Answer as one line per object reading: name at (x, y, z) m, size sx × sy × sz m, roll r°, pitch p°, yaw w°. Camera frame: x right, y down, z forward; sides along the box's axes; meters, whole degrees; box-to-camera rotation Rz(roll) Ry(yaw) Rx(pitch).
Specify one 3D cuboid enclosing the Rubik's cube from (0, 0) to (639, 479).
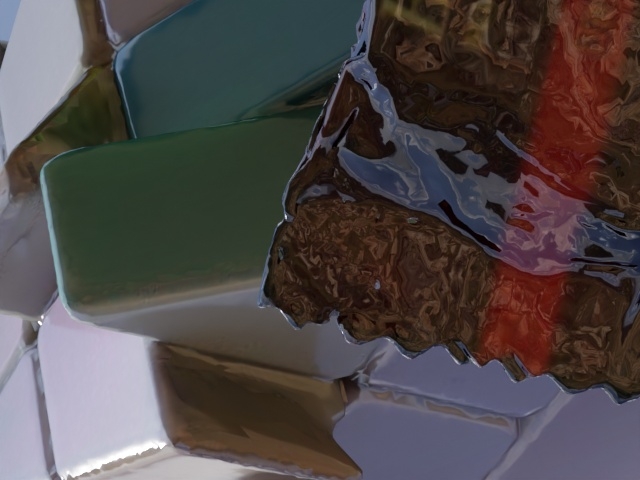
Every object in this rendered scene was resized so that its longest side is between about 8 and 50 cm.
Rubik's cube at (0.000, 0.000, 0.907) m, size 0.358 × 0.368 × 0.387 m, roll 17°, pitch -144°, yaw -28°

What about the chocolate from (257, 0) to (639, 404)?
chocolate at (0.046, -0.063, 0.345) m, size 0.086 × 0.182 × 0.028 m, roll 14°, pitch -167°, yaw -3°
